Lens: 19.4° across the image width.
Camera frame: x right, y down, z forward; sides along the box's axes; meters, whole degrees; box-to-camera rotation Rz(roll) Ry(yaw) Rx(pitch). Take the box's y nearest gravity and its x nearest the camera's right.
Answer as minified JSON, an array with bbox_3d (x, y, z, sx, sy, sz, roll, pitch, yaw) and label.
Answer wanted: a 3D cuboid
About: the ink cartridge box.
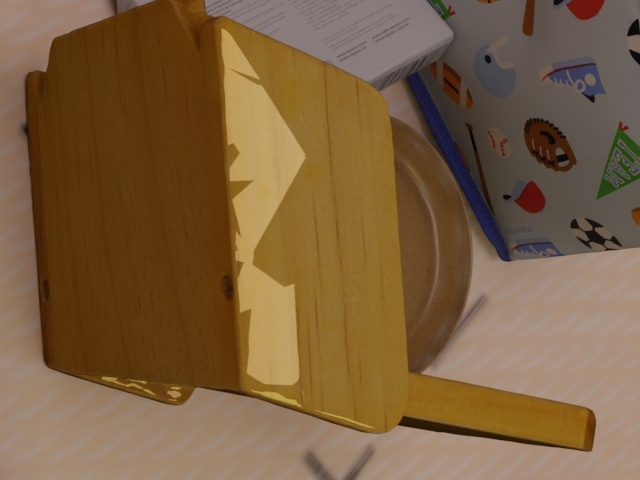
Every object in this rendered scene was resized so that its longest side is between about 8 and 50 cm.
[{"bbox_3d":[-0.043,-0.192,1.476,0.223,0.045,0.224,-30,76,-32],"label":"ink cartridge box"}]

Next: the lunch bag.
[{"bbox_3d":[0.224,-0.202,1.517,0.239,0.328,0.385,-41,107,-32],"label":"lunch bag"}]

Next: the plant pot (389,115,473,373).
[{"bbox_3d":[0.026,0.010,1.547,0.236,0.032,0.236,3,85,-35],"label":"plant pot"}]

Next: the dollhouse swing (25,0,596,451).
[{"bbox_3d":[0.000,0.000,1.313,0.305,0.347,0.315,-4,90,-27],"label":"dollhouse swing"}]
